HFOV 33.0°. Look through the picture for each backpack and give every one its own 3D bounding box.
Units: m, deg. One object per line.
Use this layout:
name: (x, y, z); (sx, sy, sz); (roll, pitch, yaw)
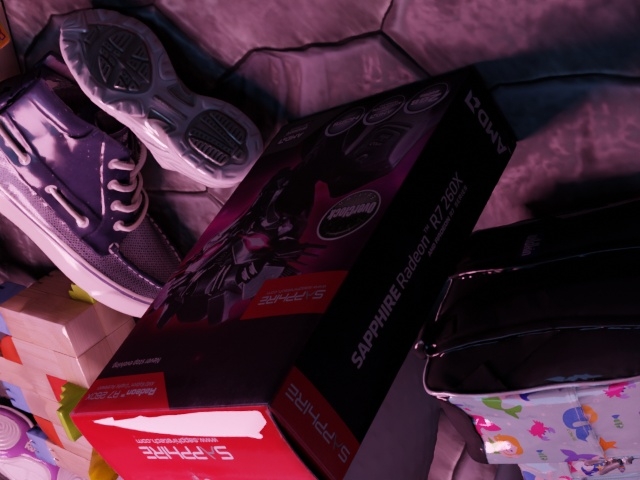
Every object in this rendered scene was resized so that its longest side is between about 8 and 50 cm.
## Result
backpack: (0.233, 0.077, 0.868); (0.253, 0.225, 0.191); (-19, 123, 35)

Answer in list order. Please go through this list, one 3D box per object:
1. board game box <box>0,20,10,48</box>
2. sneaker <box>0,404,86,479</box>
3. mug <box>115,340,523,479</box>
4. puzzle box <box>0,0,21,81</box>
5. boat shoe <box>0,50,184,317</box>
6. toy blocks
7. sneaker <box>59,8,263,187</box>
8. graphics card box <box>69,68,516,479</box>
board game box: (-0.433, -0.238, 1.084); (0.259, 0.039, 0.124); (5, 134, 36)
sneaker: (-0.447, 0.384, 1.824); (0.305, 0.114, 0.152); (34, 157, 7)
mug: (0.020, 0.216, 1.087); (0.374, 0.328, 0.276); (6, 135, 31)
puzzle box: (-0.455, -0.340, 1.055); (0.272, 0.052, 0.409); (20, 141, 18)
boat shoe: (-0.229, -0.050, 1.157); (0.158, 0.127, 0.340); (-30, 127, 28)
toy blocks: (-0.338, 0.184, 1.465); (0.260, 0.190, 0.381); (10, 127, 41)
sneaker: (-0.163, -0.124, 1.052); (0.232, 0.090, 0.115); (43, 160, 1)
graphics card box: (-0.012, 0.027, 0.869); (0.232, 0.371, 0.094); (-11, 125, 44)
